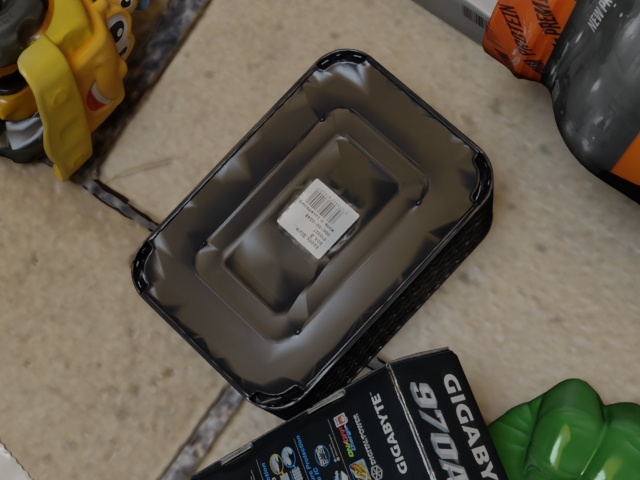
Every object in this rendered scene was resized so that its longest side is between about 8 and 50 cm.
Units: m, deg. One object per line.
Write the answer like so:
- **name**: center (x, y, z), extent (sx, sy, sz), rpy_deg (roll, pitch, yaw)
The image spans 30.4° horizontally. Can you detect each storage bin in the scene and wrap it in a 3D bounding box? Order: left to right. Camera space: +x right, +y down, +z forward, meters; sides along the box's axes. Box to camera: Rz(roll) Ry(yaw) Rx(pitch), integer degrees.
- **storage bin**: center (0.000, 0.000, 0.658), extent (0.122, 0.084, 0.180), rpy_deg (42, 86, 15)

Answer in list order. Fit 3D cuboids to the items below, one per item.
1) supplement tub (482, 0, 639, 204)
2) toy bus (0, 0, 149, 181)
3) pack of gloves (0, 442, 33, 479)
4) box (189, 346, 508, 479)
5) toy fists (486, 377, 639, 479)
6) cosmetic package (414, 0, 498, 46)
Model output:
- **supplement tub**: center (0.261, -0.069, 0.560), extent (0.338, 0.207, 0.207), rpy_deg (35, 83, 9)
- **toy bus**: center (-0.167, -0.178, 0.706), extent (0.220, 0.149, 0.211), rpy_deg (44, 70, 13)
- **pack of gloves**: center (-0.229, 0.243, 0.651), extent (0.232, 0.046, 0.195), rpy_deg (-42, 75, -3)
- **box**: center (0.034, 0.186, 0.573), extent (0.175, 0.051, 0.220), rpy_deg (-37, 68, 42)
- **toy fists**: center (0.176, 0.198, 0.580), extent (0.142, 0.096, 0.279), rpy_deg (-36, 73, -2)
- **cosmetic package**: center (0.042, -0.219, 0.716), extent (0.239, 0.060, 0.099), rpy_deg (37, 86, 14)
